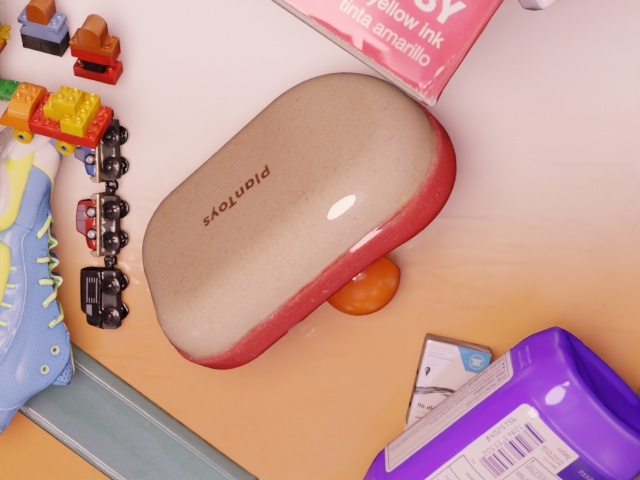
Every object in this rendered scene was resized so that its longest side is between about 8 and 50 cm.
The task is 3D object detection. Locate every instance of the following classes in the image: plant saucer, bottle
[{"bbox_3d":[-0.139,0.147,1.113,0.192,0.018,0.067,37,96,-2],"label":"plant saucer"},{"bbox_3d":[0.091,0.181,1.052,0.118,0.092,0.283,40,112,-20],"label":"bottle"}]

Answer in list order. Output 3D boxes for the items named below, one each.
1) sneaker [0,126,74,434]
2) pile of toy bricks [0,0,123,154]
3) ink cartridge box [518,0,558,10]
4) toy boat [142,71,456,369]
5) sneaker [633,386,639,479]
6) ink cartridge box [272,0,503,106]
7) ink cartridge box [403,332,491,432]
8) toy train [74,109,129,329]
[{"bbox_3d":[-0.214,0.031,1.070,0.126,0.091,0.240,31,84,-23],"label":"sneaker"},{"bbox_3d":[-0.235,-0.141,1.015,0.212,0.118,0.105,14,142,9],"label":"pile of toy bricks"},{"bbox_3d":[0.109,-0.293,0.751,0.185,0.065,0.311,-30,95,3],"label":"ink cartridge box"},{"bbox_3d":[0.000,0.000,1.042,0.231,0.151,0.151,-39,132,17],"label":"toy boat"},{"bbox_3d":[0.304,0.219,1.068,0.180,0.124,0.321,2,108,-2],"label":"sneaker"},{"bbox_3d":[0.105,-0.286,0.919,0.160,0.279,0.385,33,97,-3],"label":"ink cartridge box"},{"bbox_3d":[0.090,0.113,1.095,0.048,0.028,0.083,12,98,0],"label":"ink cartridge box"},{"bbox_3d":[-0.157,-0.015,1.090,0.036,0.027,0.158,3,98,12],"label":"toy train"}]
